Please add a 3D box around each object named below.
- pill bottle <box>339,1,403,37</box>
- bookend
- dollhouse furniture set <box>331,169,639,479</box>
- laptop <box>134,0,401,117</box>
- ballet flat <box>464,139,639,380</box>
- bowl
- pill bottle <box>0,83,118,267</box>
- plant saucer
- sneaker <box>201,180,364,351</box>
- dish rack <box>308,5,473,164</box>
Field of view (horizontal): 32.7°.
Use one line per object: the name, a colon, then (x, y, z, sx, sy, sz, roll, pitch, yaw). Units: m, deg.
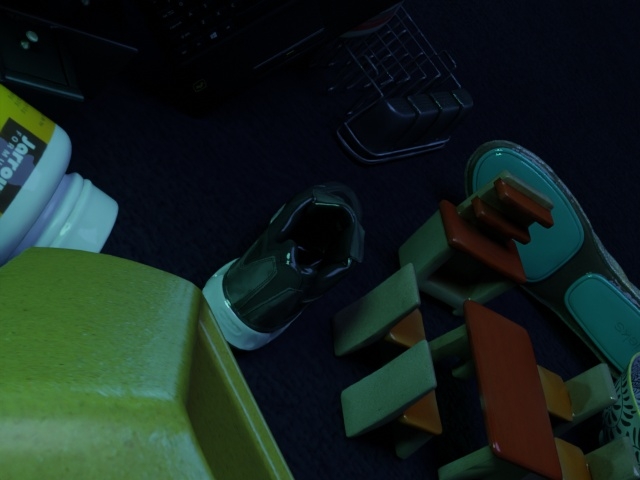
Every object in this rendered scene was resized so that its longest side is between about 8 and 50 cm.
pill bottle: (0.051, -0.323, 0.956, 0.161, 0.283, 0.161, 10, 60, -18)
bookend: (-0.194, -0.135, 0.776, 0.156, 0.072, 0.157, 12, 49, -45)
dollhouse furniture set: (0.151, 0.081, 0.926, 0.262, 0.135, 0.259, 27, 39, -33)
laptop: (-0.010, -0.193, 0.794, 0.136, 0.234, 0.264, 56, -7, 35)
ballet flat: (0.259, 0.024, 1.172, 0.316, 0.108, 0.106, 54, 12, -5)
bowl: (0.330, 0.202, 1.078, 0.170, 0.080, 0.170, 31, 38, -27)
pill bottle: (-0.224, -0.048, 0.610, 0.215, 0.117, 0.117, 37, 35, -21)
plant saucer: (-0.038, 0.155, 0.453, 0.333, 0.081, 0.332, -123, -171, -81)
sneaker: (0.000, 0.000, 0.848, 0.078, 0.106, 0.234, 50, 32, -3)
dish rack: (0.039, -0.215, 1.149, 0.271, 0.074, 0.208, 56, 31, 11)
